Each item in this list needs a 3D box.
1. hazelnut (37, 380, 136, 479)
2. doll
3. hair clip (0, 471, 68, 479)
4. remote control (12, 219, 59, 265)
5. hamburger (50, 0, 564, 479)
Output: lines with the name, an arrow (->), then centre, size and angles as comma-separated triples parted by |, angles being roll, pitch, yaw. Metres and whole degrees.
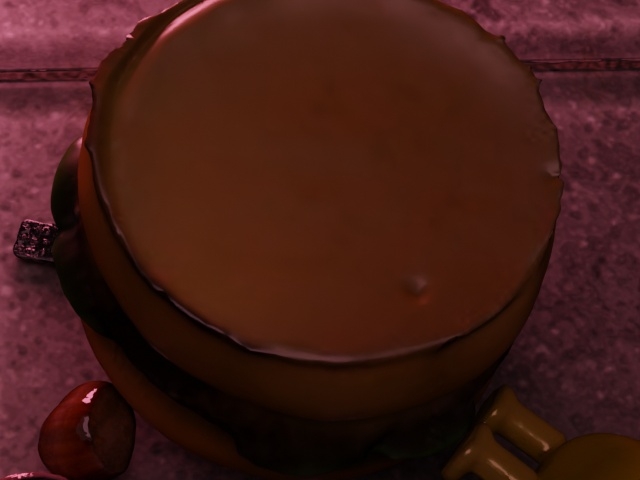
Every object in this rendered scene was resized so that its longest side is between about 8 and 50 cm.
hazelnut -> -0.188, 0.158, 1.597 | 0.086, 0.086, 0.086 | 2, 63, -3
doll -> 0.270, 0.243, 1.546 | 0.363, 0.145, 0.199 | 36, 43, 2
hair clip -> -0.224, 0.241, 1.515 | 0.123, 0.138, 0.102 | -21, 71, -22
remote control -> -0.215, 0.007, 1.703 | 0.096, 0.014, 0.039 | 11, 63, 3
hamburger -> 0.000, 0.000, 1.574 | 0.396, 0.277, 0.395 | 3, 63, -7
